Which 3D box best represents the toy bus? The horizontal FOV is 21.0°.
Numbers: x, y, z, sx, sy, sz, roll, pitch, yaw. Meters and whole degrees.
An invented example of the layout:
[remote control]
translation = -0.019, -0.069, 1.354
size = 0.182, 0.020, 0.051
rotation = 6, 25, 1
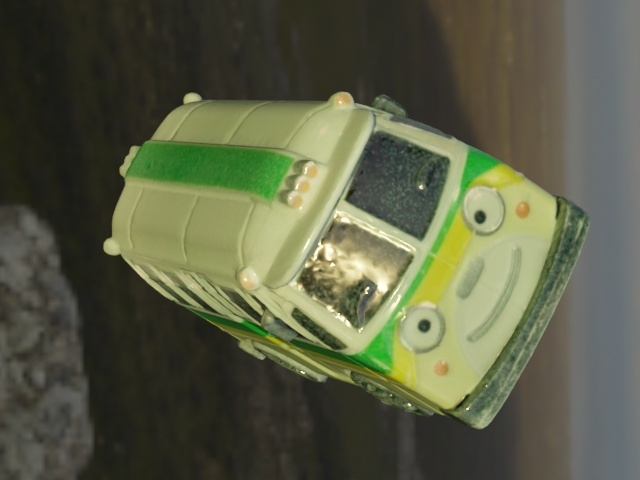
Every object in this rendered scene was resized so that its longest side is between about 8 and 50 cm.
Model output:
[toy bus]
translation = 0.000, 0.000, 0.941
size = 0.133, 0.165, 0.276
rotation = -63, -155, -9
